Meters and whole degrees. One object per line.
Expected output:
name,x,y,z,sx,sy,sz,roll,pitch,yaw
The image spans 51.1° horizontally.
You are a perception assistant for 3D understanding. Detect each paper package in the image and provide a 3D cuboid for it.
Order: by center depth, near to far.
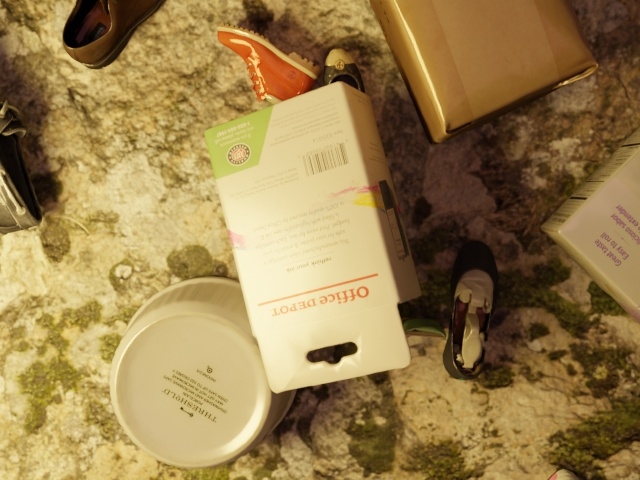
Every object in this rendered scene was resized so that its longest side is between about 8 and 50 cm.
paper package,0.152,-0.297,0.797,0.168,0.309,0.324,-24,93,8

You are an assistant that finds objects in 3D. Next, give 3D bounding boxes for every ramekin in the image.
ramekin,-0.166,0.191,0.943,0.273,0.127,0.272,0,95,2

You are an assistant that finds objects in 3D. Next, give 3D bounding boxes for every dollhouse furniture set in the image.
dollhouse furniture set,0.105,0.101,0.952,0.152,0.076,0.058,4,93,2

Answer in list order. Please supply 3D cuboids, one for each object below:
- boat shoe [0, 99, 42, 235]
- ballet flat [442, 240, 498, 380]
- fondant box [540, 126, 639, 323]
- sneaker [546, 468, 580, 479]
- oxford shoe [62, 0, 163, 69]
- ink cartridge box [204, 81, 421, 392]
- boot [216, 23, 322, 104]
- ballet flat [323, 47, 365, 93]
boat shoe,-0.464,-0.157,0.934,0.102,0.108,0.301,-12,97,3
ballet flat,0.217,0.104,0.951,0.074,0.074,0.203,8,95,1
fondant box,0.511,-0.051,0.915,0.238,0.096,0.330,44,96,-2
sneaker,0.397,0.422,0.969,0.178,0.077,0.072,44,96,-3
oxford shoe,-0.273,-0.340,0.916,0.083,0.096,0.227,32,94,1
ink cartridge box,0.000,0.000,0.876,0.207,0.119,0.353,-15,85,21
boot,-0.086,-0.242,0.938,0.158,0.059,0.084,30,100,-2
ballet flat,0.038,-0.184,0.941,0.057,0.049,0.173,-8,95,2
